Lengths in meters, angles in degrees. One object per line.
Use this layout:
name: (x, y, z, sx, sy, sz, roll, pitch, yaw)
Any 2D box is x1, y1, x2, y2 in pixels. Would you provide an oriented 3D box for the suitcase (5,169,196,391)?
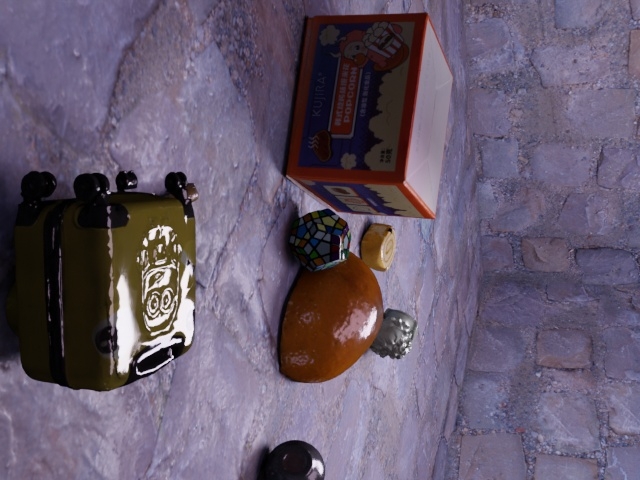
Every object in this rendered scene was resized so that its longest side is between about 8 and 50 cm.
suitcase: (-0.238, 0.041, 0.796, 0.194, 0.143, 0.234, -16, 108, -69)

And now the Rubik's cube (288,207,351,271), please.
Rubik's cube: (0.000, 0.000, 1.465, 0.112, 0.133, 0.133, 28, 65, -41)

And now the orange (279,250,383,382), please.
orange: (0.014, 0.153, 1.570, 0.310, 0.274, 0.274, -111, -172, -54)

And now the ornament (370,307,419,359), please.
ornament: (0.218, 0.266, 2.102, 0.285, 0.130, 0.120, -18, 127, -76)

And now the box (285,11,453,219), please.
box: (0.113, -0.249, 1.516, 0.318, 0.257, 0.348, 26, 70, -66)

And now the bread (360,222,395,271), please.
bread: (0.164, 0.021, 1.959, 0.149, 0.073, 0.122, -54, 145, -54)

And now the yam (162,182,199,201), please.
yam: (-0.214, -0.050, 1.002, 0.145, 0.032, 0.032, -38, 129, -62)

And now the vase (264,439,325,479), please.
vase: (-0.051, 0.478, 1.441, 0.183, 0.120, 0.120, 91, 15, -51)
